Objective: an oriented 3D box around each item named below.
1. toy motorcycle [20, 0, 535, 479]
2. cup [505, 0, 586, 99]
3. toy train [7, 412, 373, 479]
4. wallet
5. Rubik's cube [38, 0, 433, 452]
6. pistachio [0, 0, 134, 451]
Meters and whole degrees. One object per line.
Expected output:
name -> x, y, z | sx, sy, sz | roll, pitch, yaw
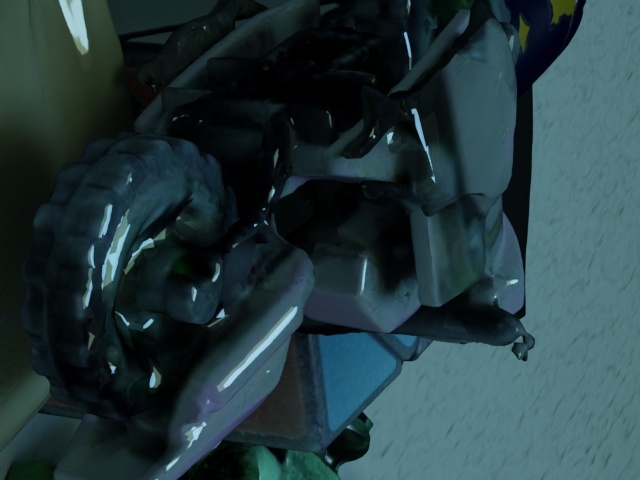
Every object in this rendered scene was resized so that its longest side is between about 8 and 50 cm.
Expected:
toy motorcycle -> 0.000, 0.000, 0.789 | 0.327, 0.143, 0.188 | -43, 132, -48
cup -> 0.068, -0.170, 1.223 | 0.256, 0.178, 0.255 | -44, 160, -55
toy train -> -0.033, 0.193, 1.108 | 0.301, 0.202, 0.120 | 47, 30, -56
wallet -> 0.143, -0.045, 1.594 | 0.124, 0.025, 0.244 | -21, 113, -61
Rubik's cube -> -0.052, -0.033, 1.019 | 0.205, 0.207, 0.205 | -40, 128, -54
pistachio -> -0.186, -0.019, 0.780 | 0.226, 0.208, 0.332 | -9, 126, -18
